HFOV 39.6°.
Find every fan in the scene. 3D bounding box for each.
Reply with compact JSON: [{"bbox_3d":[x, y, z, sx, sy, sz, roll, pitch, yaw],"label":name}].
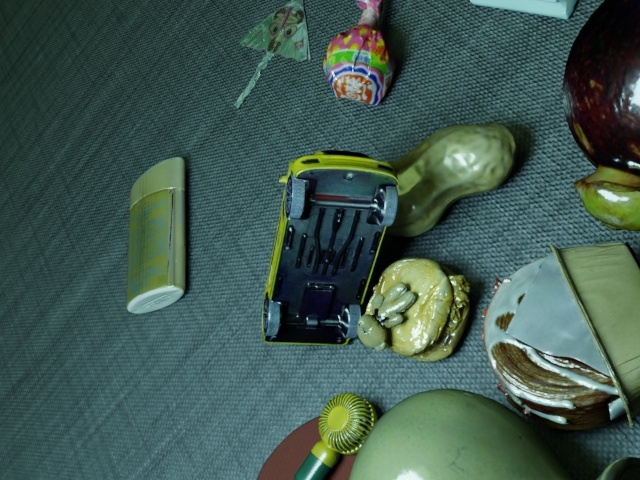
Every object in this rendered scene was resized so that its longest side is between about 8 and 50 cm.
[{"bbox_3d":[0.015,0.281,1.220,0.082,0.039,0.155,32,87,46],"label":"fan"}]

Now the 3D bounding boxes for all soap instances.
[{"bbox_3d":[0.306,-0.409,1.333,0.198,0.066,0.119,25,85,45],"label":"soap"}]

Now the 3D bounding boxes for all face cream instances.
[{"bbox_3d":[-0.308,-0.013,1.669,0.139,0.067,0.285,-23,57,30],"label":"face cream"}]

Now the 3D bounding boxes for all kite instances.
[{"bbox_3d":[-0.095,-0.361,1.696,0.229,0.012,0.250,29,91,46],"label":"kite"}]

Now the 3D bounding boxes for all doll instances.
[{"bbox_3d":[0.088,0.101,1.193,0.093,0.051,0.061,-37,42,-7],"label":"doll"}]

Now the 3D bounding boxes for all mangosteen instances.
[{"bbox_3d":[0.408,-0.127,0.955,0.307,0.306,0.347,20,98,44],"label":"mangosteen"}]

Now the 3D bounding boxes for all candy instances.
[{"bbox_3d":[0.094,-0.391,1.501,0.124,0.124,0.365,-6,56,39],"label":"candy"}]

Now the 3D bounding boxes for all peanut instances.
[{"bbox_3d":[0.155,-0.082,1.272,0.274,0.111,0.125,-28,58,29],"label":"peanut"}]

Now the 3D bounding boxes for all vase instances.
[{"bbox_3d":[0.192,0.344,0.982,0.302,0.240,0.329,16,112,37],"label":"vase"}]

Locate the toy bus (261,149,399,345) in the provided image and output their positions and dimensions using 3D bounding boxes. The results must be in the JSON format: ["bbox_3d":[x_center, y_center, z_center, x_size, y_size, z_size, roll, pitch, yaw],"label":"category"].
[{"bbox_3d":[0.000,0.000,1.232,0.151,0.145,0.331,-98,17,-47],"label":"toy bus"}]

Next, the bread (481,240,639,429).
[{"bbox_3d":[0.300,0.118,1.042,0.211,0.142,0.224,-25,53,13],"label":"bread"}]

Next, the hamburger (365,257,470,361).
[{"bbox_3d":[0.135,0.093,1.226,0.147,0.083,0.138,16,87,45],"label":"hamburger"}]

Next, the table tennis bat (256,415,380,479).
[{"bbox_3d":[-0.031,0.410,1.240,0.414,0.051,0.268,-43,47,15],"label":"table tennis bat"}]
